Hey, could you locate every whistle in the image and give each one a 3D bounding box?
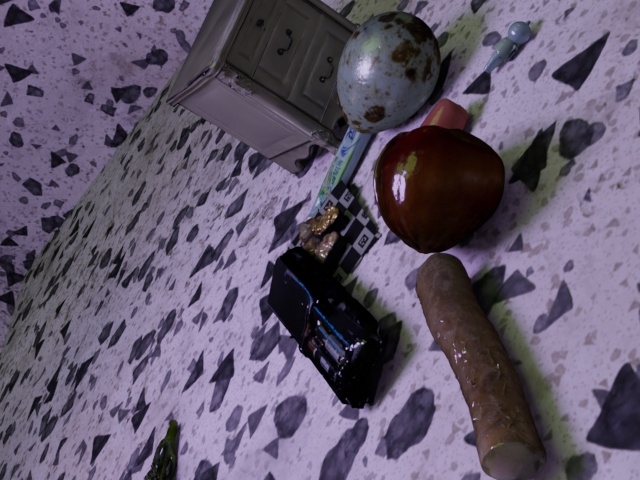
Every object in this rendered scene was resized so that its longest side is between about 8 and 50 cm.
[{"bbox_3d":[0.288,-0.299,1.371,0.100,0.035,0.035,-50,26,23],"label":"whistle"}]

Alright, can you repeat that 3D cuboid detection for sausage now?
[{"bbox_3d":[0.171,-0.147,1.388,0.154,0.062,0.062,-57,25,4],"label":"sausage"}]

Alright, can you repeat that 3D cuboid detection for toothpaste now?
[{"bbox_3d":[0.060,-0.170,1.651,0.075,0.048,0.296,22,85,58],"label":"toothpaste"}]

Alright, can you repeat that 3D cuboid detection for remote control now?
[{"bbox_3d":[-0.004,0.125,1.379,0.399,0.062,0.144,-140,58,-64],"label":"remote control"}]

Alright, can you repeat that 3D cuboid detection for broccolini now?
[{"bbox_3d":[-0.286,0.413,1.649,0.068,0.091,0.202,4,40,15],"label":"broccolini"}]

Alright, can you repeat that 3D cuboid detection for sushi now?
[{"bbox_3d":[0.000,0.000,1.543,0.192,0.040,0.210,-52,33,17],"label":"sushi"}]

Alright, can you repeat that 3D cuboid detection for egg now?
[{"bbox_3d":[0.111,-0.283,1.530,0.169,0.169,0.231,-93,27,-50],"label":"egg"}]

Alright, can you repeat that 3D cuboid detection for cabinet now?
[{"bbox_3d":[-0.081,-0.338,1.773,0.227,0.318,0.289,-18,46,58],"label":"cabinet"}]

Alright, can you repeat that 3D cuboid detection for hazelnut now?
[{"bbox_3d":[0.158,-0.066,1.204,0.177,0.178,0.204,-64,8,-10],"label":"hazelnut"}]

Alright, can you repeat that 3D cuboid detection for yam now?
[{"bbox_3d":[0.178,0.140,1.042,0.081,0.081,0.356,-49,25,22],"label":"yam"}]
